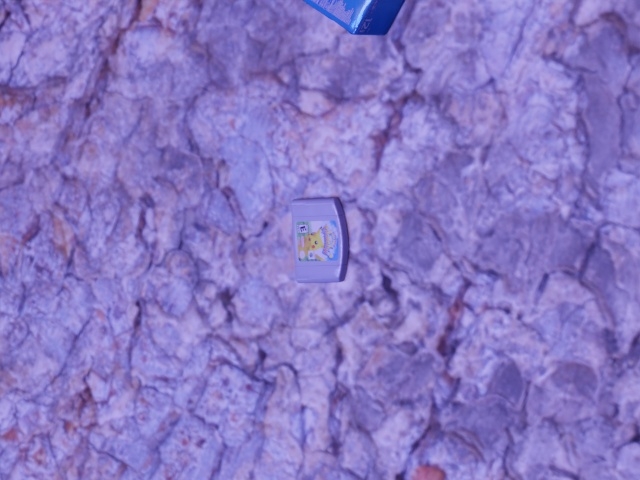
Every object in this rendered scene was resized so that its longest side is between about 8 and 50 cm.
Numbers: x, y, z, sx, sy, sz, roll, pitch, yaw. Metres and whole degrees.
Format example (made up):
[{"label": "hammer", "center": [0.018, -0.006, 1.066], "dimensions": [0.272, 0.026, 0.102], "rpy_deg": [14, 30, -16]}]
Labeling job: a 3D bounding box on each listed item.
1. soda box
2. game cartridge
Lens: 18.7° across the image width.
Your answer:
[{"label": "soda box", "center": [0.069, -0.296, 1.801], "dimensions": [0.067, 0.071, 0.210], "rpy_deg": [37, 110, 20]}, {"label": "game cartridge", "center": [0.000, 0.000, 1.897], "dimensions": [0.056, 0.017, 0.083], "rpy_deg": [-3, 94, 24]}]
